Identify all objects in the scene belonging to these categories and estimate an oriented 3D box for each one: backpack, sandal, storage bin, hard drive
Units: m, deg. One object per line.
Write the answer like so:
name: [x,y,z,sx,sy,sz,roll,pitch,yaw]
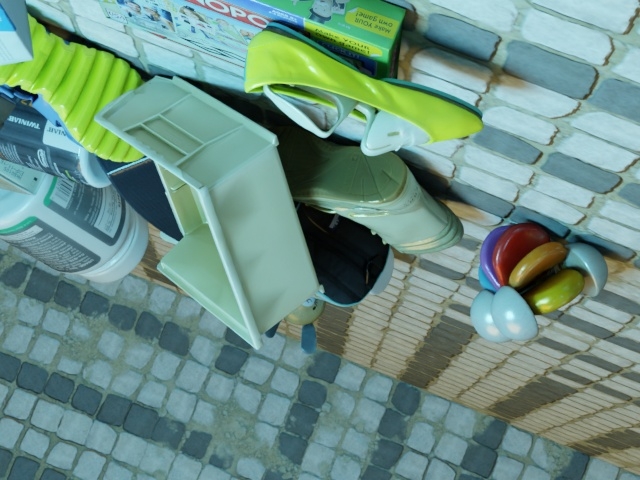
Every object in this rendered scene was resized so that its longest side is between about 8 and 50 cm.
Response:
backpack: [0.000,0.000,1.894,0.188,0.166,0.144,32,167,-28]
sandal: [-0.344,-0.211,1.720,0.317,0.126,0.138,37,171,-30]
storage bin: [-0.142,-0.045,1.684,0.260,0.123,0.262,33,151,43]
hard drive: [-0.201,-0.081,1.959,0.172,0.054,0.255,-19,149,15]

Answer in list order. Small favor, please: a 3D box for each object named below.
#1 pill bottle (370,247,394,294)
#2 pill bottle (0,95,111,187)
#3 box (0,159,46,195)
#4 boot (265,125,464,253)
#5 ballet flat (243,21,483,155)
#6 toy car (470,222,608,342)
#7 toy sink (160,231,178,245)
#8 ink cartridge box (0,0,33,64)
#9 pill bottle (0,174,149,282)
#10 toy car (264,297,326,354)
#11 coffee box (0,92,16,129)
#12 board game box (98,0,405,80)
pill bottle: [0.021,0.027,2.139,0.180,0.108,0.108,15,167,32]
pill bottle: [-0.407,-0.167,1.979,0.245,0.130,0.130,16,168,26]
box: [-0.571,-0.177,2.216,0.311,0.148,0.121,10,162,44]
boot: [0.041,-0.061,1.731,0.262,0.095,0.203,11,166,36]
ballet flat: [0.035,-0.123,1.237,0.231,0.077,0.077,22,168,-6]
toy car: [0.263,0.042,1.717,0.136,0.159,0.182,58,166,-2]
toy sink: [-0.159,-0.025,2.170,0.152,0.131,0.234,18,168,16]
ink cartridge box: [-0.407,-0.252,1.239,0.232,0.168,0.171,-10,169,-2]
pill bottle: [-0.477,-0.057,2.447,0.204,0.204,0.361,16,167,30]
toy car: [-0.026,0.096,2.339,0.155,0.188,0.149,25,169,-14]
coffee box: [-0.534,-0.228,1.776,0.246,0.098,0.141,42,-172,35]
board game box: [-0.076,-0.221,1.306,0.317,0.046,0.213,21,170,6]
